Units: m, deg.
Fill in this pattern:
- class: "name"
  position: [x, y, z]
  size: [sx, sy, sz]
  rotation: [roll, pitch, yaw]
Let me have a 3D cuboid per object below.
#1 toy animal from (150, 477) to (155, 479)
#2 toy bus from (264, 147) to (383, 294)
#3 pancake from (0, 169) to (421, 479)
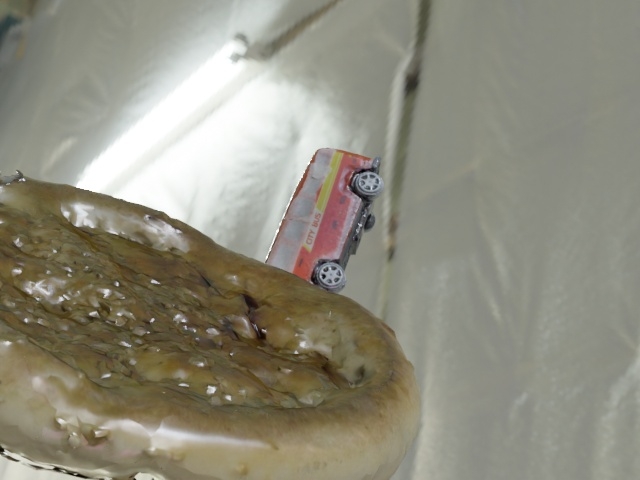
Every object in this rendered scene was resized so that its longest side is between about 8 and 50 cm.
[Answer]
- class: "toy animal"
  position: [-0.192, 0.399, 1.471]
  size: [0.165, 0.187, 0.235]
  rotation: [79, -10, -85]
- class: "toy bus"
  position: [0.000, 0.000, 1.142]
  size: [0.079, 0.077, 0.174]
  rotation: [98, 13, -61]
- class: "pancake"
  position: [-0.129, 0.041, 0.766]
  size: [0.071, 0.382, 0.382]
  rotation: [-69, -156, 15]
